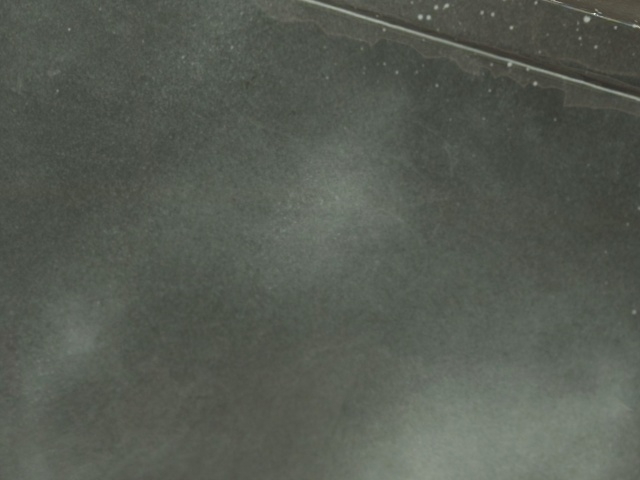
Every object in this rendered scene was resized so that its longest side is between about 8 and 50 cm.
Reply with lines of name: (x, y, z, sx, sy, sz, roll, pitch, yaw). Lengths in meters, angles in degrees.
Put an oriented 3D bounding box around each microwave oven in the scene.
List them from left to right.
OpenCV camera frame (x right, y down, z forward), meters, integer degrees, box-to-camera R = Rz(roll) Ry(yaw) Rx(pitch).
microwave oven: (0.000, 0.000, 0.796, 0.432, 0.236, 0.374, 18, 109, 7)
